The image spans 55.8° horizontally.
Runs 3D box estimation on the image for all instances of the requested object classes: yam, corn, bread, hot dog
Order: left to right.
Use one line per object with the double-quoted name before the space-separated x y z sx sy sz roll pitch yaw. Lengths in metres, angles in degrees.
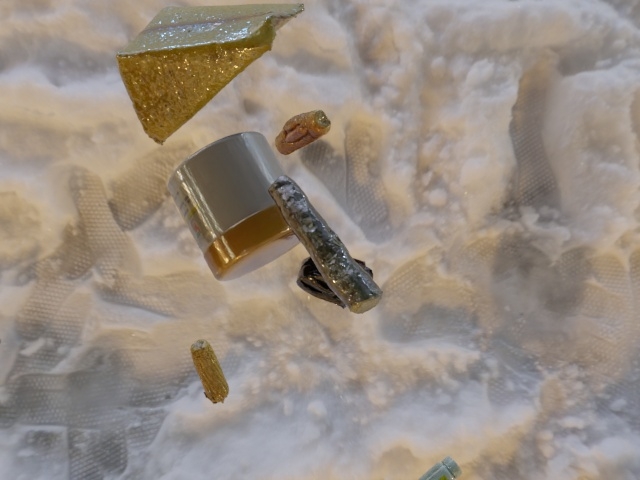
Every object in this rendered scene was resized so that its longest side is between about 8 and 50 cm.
"corn" -0.119 0.143 0.648 0.028 0.027 0.083 -33 123 -29
"bread" -0.201 -0.358 1.268 0.361 0.245 0.233 3 44 20
"hot dog" -0.030 -0.143 0.804 0.028 0.137 0.044 -37 103 -23
"yam" 0.000 0.000 0.945 0.061 0.061 0.274 -33 62 -7

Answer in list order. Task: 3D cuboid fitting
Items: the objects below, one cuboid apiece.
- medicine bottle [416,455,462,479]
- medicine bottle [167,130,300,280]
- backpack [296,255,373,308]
"medicine bottle" 0.221 0.445 1.130 0.083 0.047 0.047 -36 82 -12
"medicine bottle" -0.163 -0.069 1.255 0.237 0.238 0.232 -30 81 -6
"backpack" 0.031 0.080 1.355 0.165 0.120 0.106 26 58 -31
